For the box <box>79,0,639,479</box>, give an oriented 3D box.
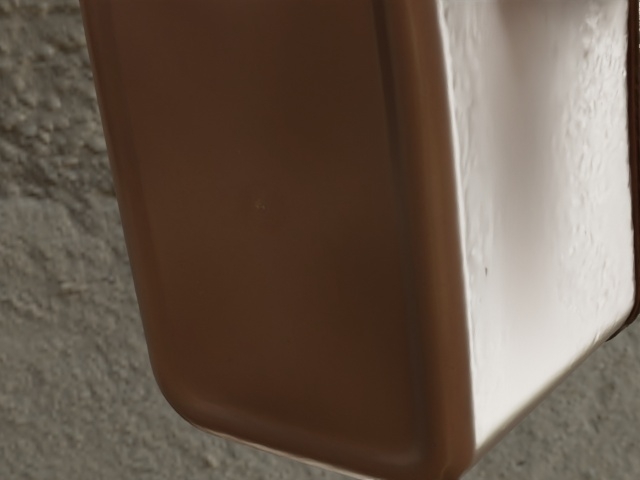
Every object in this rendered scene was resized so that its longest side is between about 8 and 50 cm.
[{"bbox_3d":[0.033,-0.058,0.750,0.229,0.239,0.339,-35,126,-47],"label":"box"}]
